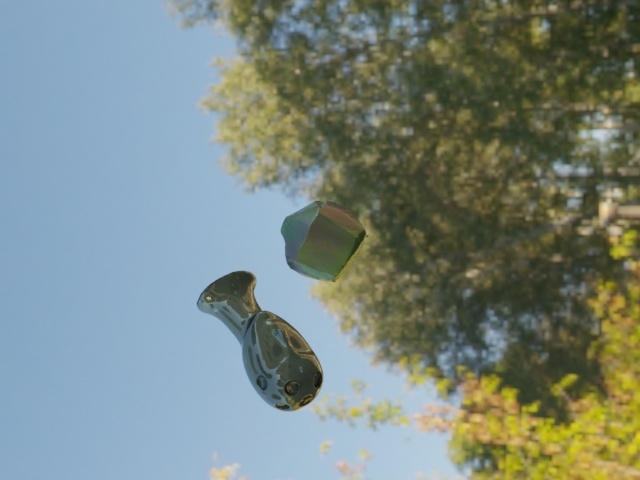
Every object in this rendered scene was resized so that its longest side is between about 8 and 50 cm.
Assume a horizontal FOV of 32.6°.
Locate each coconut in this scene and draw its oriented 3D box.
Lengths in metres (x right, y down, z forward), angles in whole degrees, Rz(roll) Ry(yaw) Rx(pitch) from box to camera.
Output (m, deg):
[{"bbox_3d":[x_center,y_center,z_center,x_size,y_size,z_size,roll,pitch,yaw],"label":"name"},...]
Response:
[{"bbox_3d":[0.000,0.000,1.055,0.082,0.081,0.083,110,-176,-63],"label":"coconut"}]

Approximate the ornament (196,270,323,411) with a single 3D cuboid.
[{"bbox_3d":[-0.057,0.105,1.123,0.075,0.156,0.081,-18,-35,-32],"label":"ornament"}]
